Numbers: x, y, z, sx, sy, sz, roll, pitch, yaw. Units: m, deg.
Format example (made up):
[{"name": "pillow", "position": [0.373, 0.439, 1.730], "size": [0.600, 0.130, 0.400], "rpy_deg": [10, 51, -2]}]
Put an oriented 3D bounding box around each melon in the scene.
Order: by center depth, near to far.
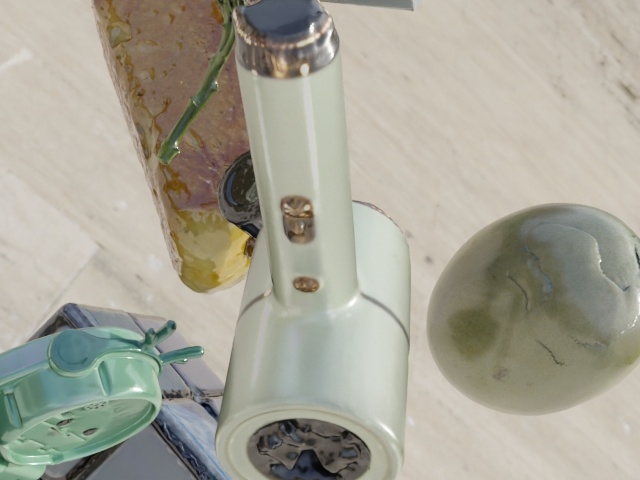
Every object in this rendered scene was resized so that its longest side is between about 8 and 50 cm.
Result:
[{"name": "melon", "position": [0.300, 0.087, 1.307], "size": [0.268, 0.330, 0.268], "rpy_deg": [30, 37, -27]}]

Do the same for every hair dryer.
[{"name": "hair dryer", "position": [-0.009, -0.008, 0.632], "size": [0.128, 0.362, 0.203], "rpy_deg": [1, 45, 7]}]

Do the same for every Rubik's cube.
[{"name": "Rubik's cube", "position": [-0.254, 0.294, 1.193], "size": [0.316, 0.313, 0.318], "rpy_deg": [46, 4, 16]}]

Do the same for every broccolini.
[{"name": "broccolini", "position": [-0.095, -0.154, 0.853], "size": [0.052, 0.194, 0.054], "rpy_deg": [1, 22, -45]}]

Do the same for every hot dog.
[{"name": "hot dog", "position": [-0.113, -0.148, 1.143], "size": [0.223, 0.185, 0.405], "rpy_deg": [-15, 67, -14]}]

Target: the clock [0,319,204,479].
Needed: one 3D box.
[{"name": "clock", "position": [-0.199, 0.127, 0.808], "size": [0.159, 0.211, 0.066], "rpy_deg": [58, 8, -66]}]

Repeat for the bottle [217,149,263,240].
[{"name": "bottle", "position": [0.000, 0.000, 0.923], "size": [0.082, 0.072, 0.244], "rpy_deg": [36, -2, 42]}]

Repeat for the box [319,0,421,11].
[{"name": "box", "position": [0.022, -0.325, 1.062], "size": [0.155, 0.243, 0.067], "rpy_deg": [-55, 143, -33]}]
